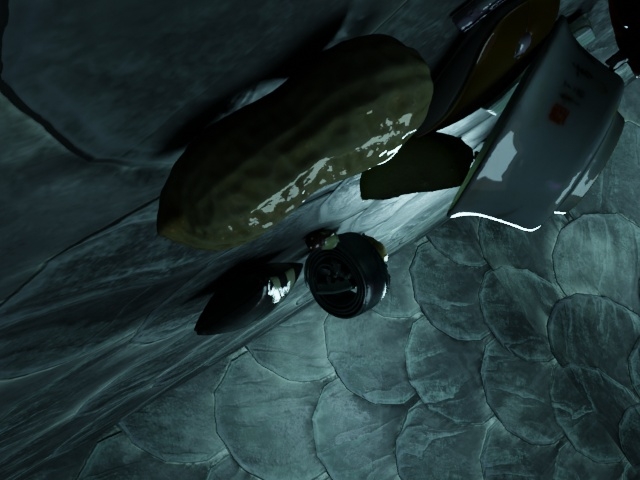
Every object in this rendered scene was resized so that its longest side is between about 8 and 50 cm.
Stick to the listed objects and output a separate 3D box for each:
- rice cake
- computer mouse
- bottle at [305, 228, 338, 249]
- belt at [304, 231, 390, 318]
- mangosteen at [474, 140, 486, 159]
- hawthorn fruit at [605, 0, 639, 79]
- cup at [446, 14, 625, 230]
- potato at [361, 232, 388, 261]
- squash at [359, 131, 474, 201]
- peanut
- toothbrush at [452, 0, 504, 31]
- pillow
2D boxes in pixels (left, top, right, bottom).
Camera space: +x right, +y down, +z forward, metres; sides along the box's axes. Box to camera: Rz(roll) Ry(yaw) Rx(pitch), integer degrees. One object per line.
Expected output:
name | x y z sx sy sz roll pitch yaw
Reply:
rice cake | 0.389 -0.314 1.274 0.237 0.043 0.127 -37 171 24
computer mouse | 0.226 -0.236 0.998 0.158 0.071 0.310 -33 171 -22
bottle | 0.001 -0.002 1.585 0.063 0.047 0.101 -58 160 18
belt | 0.055 0.095 1.787 0.116 0.206 0.267 -25 175 -35
mangosteen | 0.523 -0.230 1.940 0.200 0.199 0.200 -33 172 -5
hawthorn fruit | 0.541 -0.332 0.932 0.316 0.316 0.316 -33 172 -5
cup | 0.349 -0.150 1.090 0.347 0.163 0.347 -59 174 -10
potato | 0.115 0.020 2.122 0.101 0.089 0.172 0 -177 -41
squash | 0.156 -0.156 1.181 0.192 0.085 0.184 -6 -144 27
peanut | -0.030 -0.087 0.675 0.298 0.120 0.136 -32 167 2
toothbrush | 0.294 -0.347 0.766 0.354 0.024 0.029 -37 180 13
pillow | -0.142 0.113 1.462 0.186 0.106 0.250 -36 176 16
